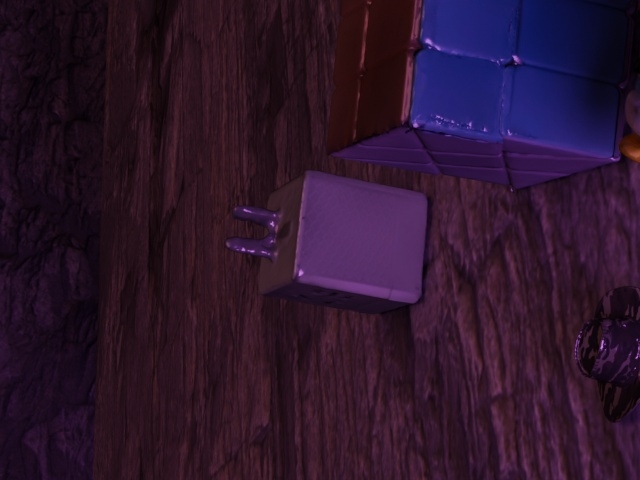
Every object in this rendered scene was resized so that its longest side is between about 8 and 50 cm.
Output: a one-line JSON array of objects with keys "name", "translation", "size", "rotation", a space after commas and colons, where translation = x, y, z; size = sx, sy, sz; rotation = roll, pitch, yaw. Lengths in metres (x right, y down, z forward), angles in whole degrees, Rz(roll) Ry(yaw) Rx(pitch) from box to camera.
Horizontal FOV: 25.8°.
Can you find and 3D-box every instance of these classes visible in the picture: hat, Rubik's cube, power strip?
[{"name": "hat", "translation": [0.252, 0.098, 1.216], "size": [0.121, 0.050, 0.121], "rotation": [-173, 90, -69]}, {"name": "Rubik's cube", "translation": [0.154, -0.182, 1.363], "size": [0.221, 0.231, 0.224], "rotation": [168, 109, -69]}, {"name": "power strip", "translation": [0.000, 0.000, 1.682], "size": [0.140, 0.224, 0.139], "rotation": [159, 120, -66]}]

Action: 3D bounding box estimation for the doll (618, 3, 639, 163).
[{"name": "doll", "translation": [0.313, -0.196, 1.072], "size": [0.177, 0.141, 0.314], "rotation": [-130, 50, -57]}]
